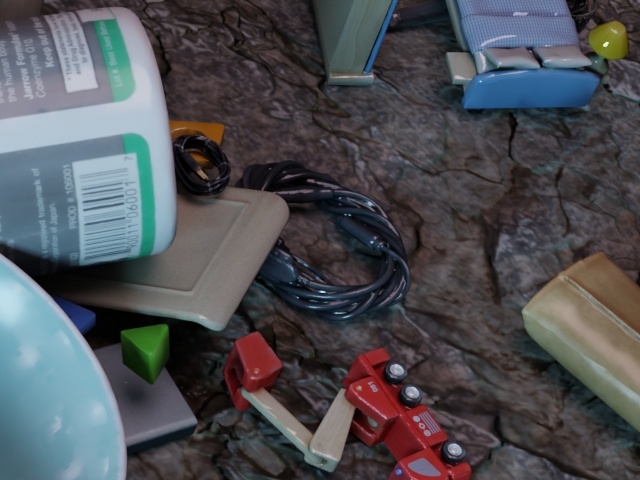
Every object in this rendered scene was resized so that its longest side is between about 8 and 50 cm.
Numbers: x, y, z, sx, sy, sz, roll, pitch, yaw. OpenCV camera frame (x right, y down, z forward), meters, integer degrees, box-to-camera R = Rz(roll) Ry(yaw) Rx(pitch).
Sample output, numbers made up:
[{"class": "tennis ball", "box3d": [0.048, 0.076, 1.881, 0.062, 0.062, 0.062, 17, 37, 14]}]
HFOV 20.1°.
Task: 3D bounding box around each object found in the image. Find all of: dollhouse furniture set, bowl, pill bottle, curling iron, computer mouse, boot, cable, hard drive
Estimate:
[{"class": "dollhouse furniture set", "box3d": [0.155, -0.305, 1.817, 0.303, 0.198, 0.286, 0, 58, -17]}, {"class": "bowl", "box3d": [-0.305, 0.141, 1.234, 0.311, 0.163, 0.312, 30, 32, -21]}, {"class": "pill bottle", "box3d": [-0.305, -0.060, 1.397, 0.361, 0.204, 0.204, -9, 52, -14]}, {"class": "curling iron", "box3d": [0.186, -0.251, 1.935, 0.274, 0.035, 0.068, -8, 53, -29]}, {"class": "computer mouse", "box3d": [-0.155, -0.109, 1.602, 0.071, 0.041, 0.242, -24, 42, -30]}, {"class": "boot", "box3d": [0.275, 0.148, 1.570, 0.269, 0.089, 0.236, 44, 37, 19]}, {"class": "cable", "box3d": [0.000, 0.000, 1.622, 0.184, 0.047, 0.150, 29, 39, 8]}, {"class": "hard drive", "box3d": [-0.177, 0.132, 1.432, 0.135, 0.022, 0.094, -15, 56, -33]}]

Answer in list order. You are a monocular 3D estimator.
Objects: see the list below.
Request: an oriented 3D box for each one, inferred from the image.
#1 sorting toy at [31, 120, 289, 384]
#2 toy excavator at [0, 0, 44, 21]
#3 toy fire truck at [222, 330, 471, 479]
[{"class": "sorting toy", "box3d": [-0.143, 0.010, 1.516, 0.196, 0.047, 0.348, 11, 38, 15]}, {"class": "toy excavator", "box3d": [-0.513, -0.253, 1.513, 0.445, 0.222, 0.433, 41, 48, 14]}, {"class": "toy fire truck", "box3d": [0.021, 0.149, 1.482, 0.135, 0.047, 0.192, -17, 58, -34]}]
